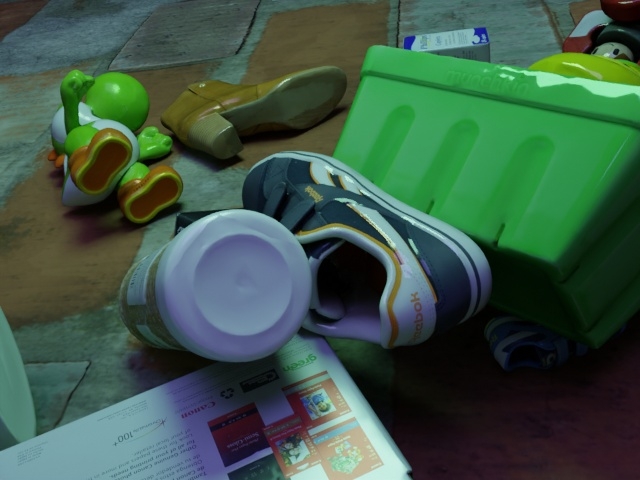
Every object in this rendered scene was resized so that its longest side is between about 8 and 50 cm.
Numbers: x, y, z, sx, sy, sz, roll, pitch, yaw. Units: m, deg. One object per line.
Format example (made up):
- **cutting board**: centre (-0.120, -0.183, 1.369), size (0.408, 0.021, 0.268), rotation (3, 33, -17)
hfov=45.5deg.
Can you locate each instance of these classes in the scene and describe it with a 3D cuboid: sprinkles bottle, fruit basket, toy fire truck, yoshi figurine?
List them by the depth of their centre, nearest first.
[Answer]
- **sprinkles bottle**: centre (-0.121, 0.052, 0.752), size (0.121, 0.121, 0.355), rotation (-27, 4, -21)
- **fruit basket**: centre (0.242, -0.108, 0.824), size (0.392, 0.283, 0.392), rotation (-18, 49, 22)
- **toy fire truck**: centre (0.503, -0.268, 1.162), size (0.302, 0.169, 0.254), rotation (23, 66, 40)
- **yoshi figurine**: centre (-0.334, -0.182, 1.243), size (0.203, 0.203, 0.362), rotation (-9, 30, -26)

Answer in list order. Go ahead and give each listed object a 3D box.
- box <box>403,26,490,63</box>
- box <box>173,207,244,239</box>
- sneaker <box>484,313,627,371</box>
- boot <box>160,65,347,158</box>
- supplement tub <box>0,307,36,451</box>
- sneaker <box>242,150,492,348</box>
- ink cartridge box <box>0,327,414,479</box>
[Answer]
- **box**: centre (0.209, -0.274, 1.258), size (0.137, 0.126, 0.072), rotation (-4, 37, 9)
- **box**: centre (-0.052, 0.005, 0.948), size (0.191, 0.045, 0.184), rotation (24, 19, 38)
- **sneaker**: centre (0.246, 0.104, 0.791), size (0.144, 0.053, 0.059), rotation (-13, 35, 11)
- **boot**: centre (-0.123, -0.251, 1.338), size (0.295, 0.104, 0.211), rotation (-31, 40, -19)
- **supplement tub**: centre (-0.473, 0.168, 0.731), size (0.331, 0.241, 0.241), rotation (-20, 36, -12)
- **sneaker**: centre (0.000, 0.000, 0.739), size (0.127, 0.126, 0.321), rotation (-23, 33, -35)
- **ink cartridge box**: centre (-0.084, 0.241, 0.617), size (0.309, 0.130, 0.272), rotation (-21, 35, -13)
